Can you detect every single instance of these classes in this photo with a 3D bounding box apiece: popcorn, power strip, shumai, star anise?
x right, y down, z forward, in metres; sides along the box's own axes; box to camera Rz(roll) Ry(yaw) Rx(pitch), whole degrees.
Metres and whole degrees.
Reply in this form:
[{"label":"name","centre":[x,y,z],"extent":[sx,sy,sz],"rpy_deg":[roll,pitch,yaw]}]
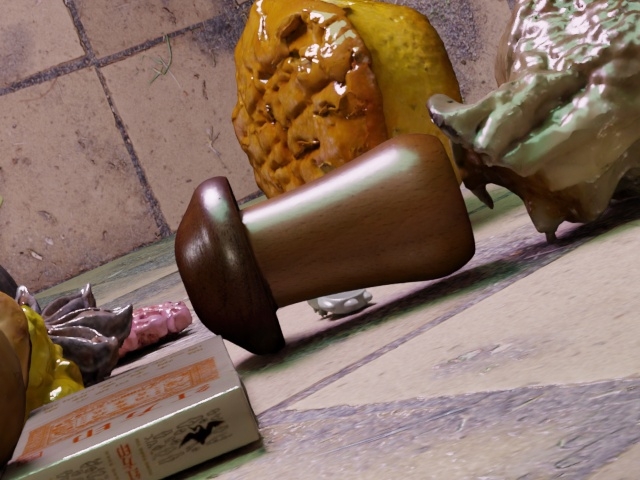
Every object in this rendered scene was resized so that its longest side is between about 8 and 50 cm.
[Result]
[{"label":"popcorn","centre":[-0.340,0.154,1.641],"extent":[0.198,0.155,0.197],"rpy_deg":[-29,21,12]},{"label":"power strip","centre":[0.020,0.069,1.725],"extent":[0.055,0.035,0.083],"rpy_deg":[-26,20,-39]},{"label":"shumai","centre":[0.254,-0.146,1.633],"extent":[0.262,0.267,0.314],"rpy_deg":[-23,-1,-41]},{"label":"star anise","centre":[-0.341,0.140,1.901],"extent":[0.236,0.109,0.223],"rpy_deg":[-22,34,-34]}]

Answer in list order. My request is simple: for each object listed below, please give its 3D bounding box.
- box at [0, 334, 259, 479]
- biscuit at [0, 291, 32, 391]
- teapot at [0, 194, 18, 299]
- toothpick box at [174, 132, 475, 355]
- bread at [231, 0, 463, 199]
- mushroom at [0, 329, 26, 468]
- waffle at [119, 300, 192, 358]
[{"label":"box","centre":[-0.164,0.159,1.383],"extent":[0.205,0.051,0.365],"rpy_deg":[-21,5,-5]},{"label":"biscuit","centre":[-0.369,0.164,1.483],"extent":[0.045,0.154,0.299],"rpy_deg":[102,-171,-56]},{"label":"teapot","centre":[-0.493,0.125,2.060],"extent":[0.322,0.239,0.239],"rpy_deg":[-31,18,24]},{"label":"toothpick box","centre":[0.000,0.000,1.634],"extent":[0.294,0.192,0.192],"rpy_deg":[-18,5,-2]},{"label":"bread","centre":[0.031,-0.152,2.126],"extent":[0.215,0.398,0.398],"rpy_deg":[-15,2,-26]},{"label":"mushroom","centre":[-0.390,0.170,1.119],"extent":[0.397,0.224,0.313],"rpy_deg":[-3,41,-21]},{"label":"waffle","centre":[-0.285,0.133,2.082],"extent":[0.234,0.055,0.221],"rpy_deg":[-24,6,-23]}]
